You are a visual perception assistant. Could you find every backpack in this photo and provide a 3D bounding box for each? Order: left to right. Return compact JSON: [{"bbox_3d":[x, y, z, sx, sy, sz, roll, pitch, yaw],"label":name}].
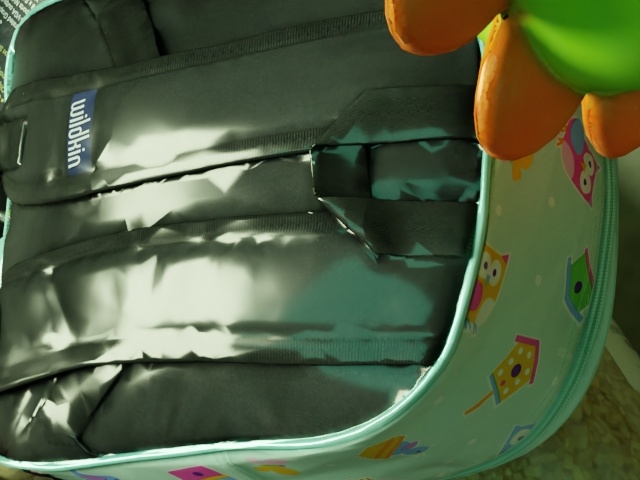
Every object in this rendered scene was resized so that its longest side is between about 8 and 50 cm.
[{"bbox_3d":[0.000,0.000,0.535,0.188,0.144,0.166,-12,65,43],"label":"backpack"}]

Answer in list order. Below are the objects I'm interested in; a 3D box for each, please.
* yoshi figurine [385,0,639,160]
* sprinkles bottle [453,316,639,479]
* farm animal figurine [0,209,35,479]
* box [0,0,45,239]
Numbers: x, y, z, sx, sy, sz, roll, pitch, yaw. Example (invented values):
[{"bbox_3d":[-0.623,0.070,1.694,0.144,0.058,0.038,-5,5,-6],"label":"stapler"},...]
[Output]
[{"bbox_3d":[0.134,-0.127,0.452,0.203,0.362,0.203,-23,72,35],"label":"yoshi figurine"},{"bbox_3d":[0.054,0.054,0.653,0.121,0.121,0.355,-46,61,26],"label":"sprinkles bottle"},{"bbox_3d":[-0.181,0.131,0.681,0.172,0.330,0.327,19,93,12],"label":"farm animal figurine"},{"bbox_3d":[-0.213,-0.176,0.874,0.395,0.097,0.318,46,105,30],"label":"box"}]
